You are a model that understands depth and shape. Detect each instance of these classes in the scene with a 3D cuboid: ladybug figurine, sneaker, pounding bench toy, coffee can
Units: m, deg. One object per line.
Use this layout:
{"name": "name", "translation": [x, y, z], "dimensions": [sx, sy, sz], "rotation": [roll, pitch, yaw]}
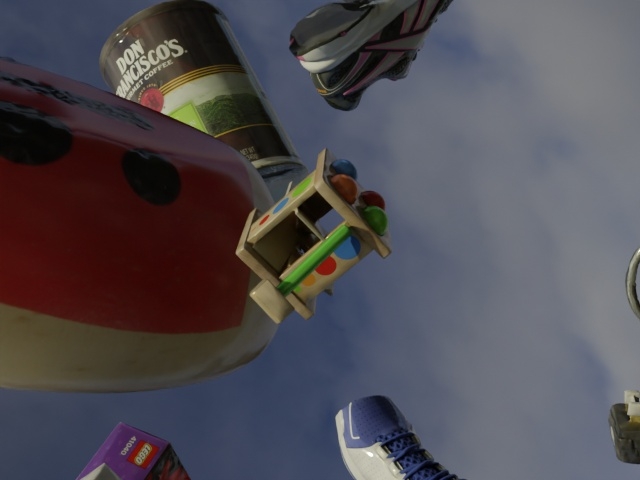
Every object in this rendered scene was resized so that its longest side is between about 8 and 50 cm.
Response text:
{"name": "ladybug figurine", "translation": [-0.205, -0.029, 0.481], "dimensions": [0.449, 0.305, 0.162], "rotation": [12, -69, -41]}
{"name": "sneaker", "translation": [0.150, 0.340, 0.898], "dimensions": [0.127, 0.182, 0.315], "rotation": [-8, -122, -29]}
{"name": "pounding bench toy", "translation": [0.000, 0.000, 0.331], "dimensions": [0.052, 0.065, 0.083], "rotation": [45, -161, -17]}
{"name": "sneaker", "translation": [0.057, -0.169, 0.525], "dimensions": [0.178, 0.072, 0.077], "rotation": [-36, -48, -12]}
{"name": "coffee can", "translation": [-0.164, -0.165, 0.942], "dimensions": [0.202, 0.201, 0.275], "rotation": [-15, -110, -41]}

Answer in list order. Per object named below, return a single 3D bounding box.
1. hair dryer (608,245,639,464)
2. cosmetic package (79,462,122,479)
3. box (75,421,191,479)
{"name": "hair dryer", "translation": [0.304, 0.095, 0.337], "dimensions": [0.223, 0.294, 0.080], "rotation": [73, -152, -48]}
{"name": "cosmetic package", "translation": [-0.129, 0.273, 0.179], "dimensions": [0.197, 0.155, 0.365], "rotation": [48, -154, -9]}
{"name": "box", "translation": [-0.189, 0.318, 0.509], "dimensions": [0.293, 0.057, 0.201], "rotation": [-57, -30, -37]}
